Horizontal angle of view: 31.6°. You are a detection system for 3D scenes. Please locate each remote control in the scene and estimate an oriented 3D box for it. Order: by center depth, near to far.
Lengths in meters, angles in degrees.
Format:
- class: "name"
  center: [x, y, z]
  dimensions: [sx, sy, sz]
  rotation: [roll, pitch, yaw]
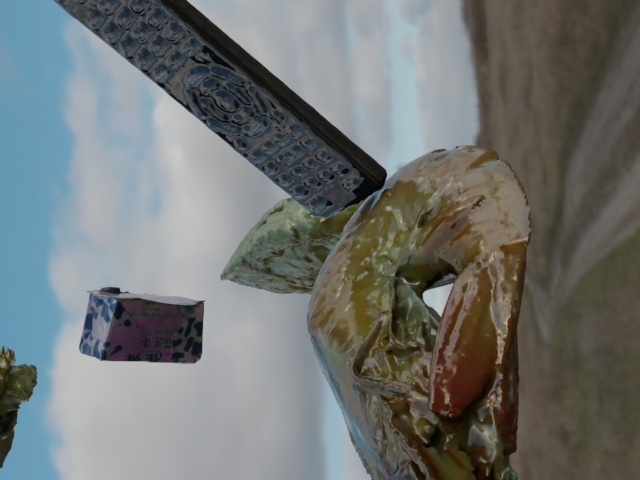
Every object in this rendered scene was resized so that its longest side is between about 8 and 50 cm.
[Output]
- class: "remote control"
  center: [-0.067, -0.096, 0.589]
  dimensions: [0.245, 0.063, 0.025]
  rotation: [40, -121, -19]

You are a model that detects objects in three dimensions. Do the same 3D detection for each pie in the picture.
- class: "pie"
  center: [0.000, 0.000, 1.231]
  dimensions: [0.248, 0.201, 0.090]
  rotation: [139, 125, -59]

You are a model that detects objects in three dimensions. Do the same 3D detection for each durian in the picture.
- class: "durian"
  center: [-0.512, 0.270, 1.711]
  dimensions: [0.166, 0.172, 0.306]
  rotation: [46, -153, -31]

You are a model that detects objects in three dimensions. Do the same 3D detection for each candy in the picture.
- class: "candy"
  center: [-0.229, 0.113, 1.478]
  dimensions: [0.160, 0.073, 0.092]
  rotation: [7, -88, -44]

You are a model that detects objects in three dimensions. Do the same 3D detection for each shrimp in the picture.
- class: "shrimp"
  center: [0.053, 0.042, 0.533]
  dimensions: [0.061, 0.145, 0.267]
  rotation: [37, -157, -20]
